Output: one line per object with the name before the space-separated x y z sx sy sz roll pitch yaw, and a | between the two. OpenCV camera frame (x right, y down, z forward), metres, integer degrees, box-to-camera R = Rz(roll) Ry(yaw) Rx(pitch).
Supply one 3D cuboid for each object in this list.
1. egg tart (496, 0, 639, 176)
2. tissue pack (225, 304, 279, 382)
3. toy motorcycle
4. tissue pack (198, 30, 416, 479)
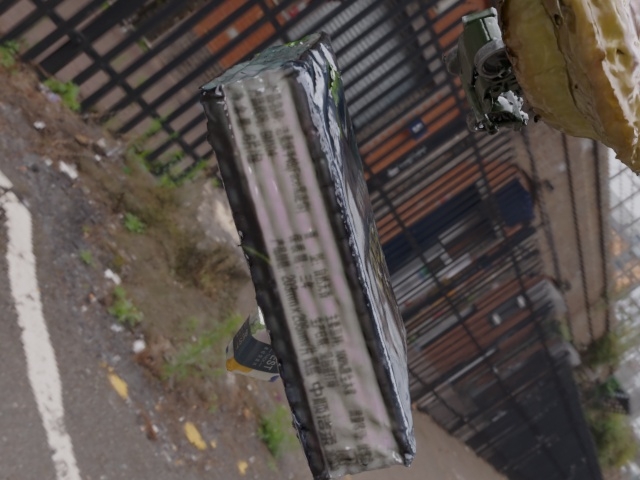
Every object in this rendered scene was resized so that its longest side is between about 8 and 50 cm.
egg tart | 0.364 -0.285 1.077 0.443 0.178 0.442 23 61 -50
tissue pack | -0.055 0.106 0.823 0.062 0.083 0.042 21 37 -22
toy motorcycle | 0.290 -0.293 1.329 0.275 0.127 0.205 82 -4 -66
tissue pack | 0.000 0.000 0.486 0.173 0.073 0.235 -77 152 -72
